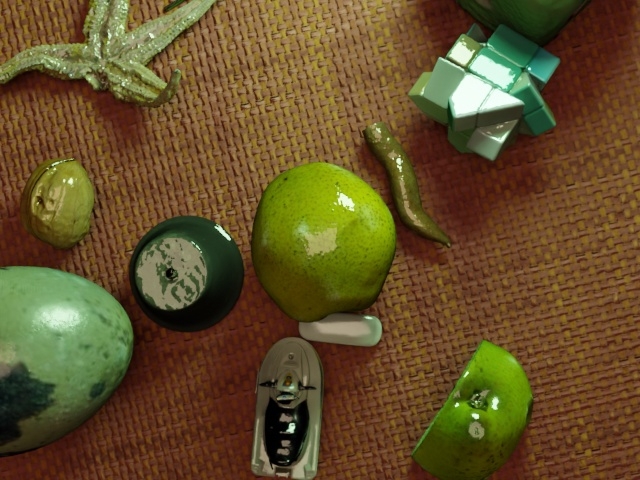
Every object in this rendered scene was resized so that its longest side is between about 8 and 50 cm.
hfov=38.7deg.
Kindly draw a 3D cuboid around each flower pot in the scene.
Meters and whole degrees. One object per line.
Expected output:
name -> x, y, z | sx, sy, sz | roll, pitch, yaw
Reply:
flower pot -> -0.274, 0.065, 1.767 | 0.235, 0.148, 0.235 | 0, 88, 4

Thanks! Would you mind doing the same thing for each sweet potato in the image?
sweet potato -> 0.165, -0.100, 1.793 | 0.067, 0.059, 0.281 | -23, 88, -19

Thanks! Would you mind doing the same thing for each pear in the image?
pear -> 0.297, 0.332, 1.679 | 0.159, 0.292, 0.292 | 32, 90, 13
pear -> 0.000, 0.000, 1.692 | 0.294, 0.294, 0.294 | 0, 88, 3

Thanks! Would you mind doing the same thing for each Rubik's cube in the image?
Rubik's cube -> 0.313, -0.262, 1.716 | 0.265, 0.224, 0.213 | 33, 76, 8

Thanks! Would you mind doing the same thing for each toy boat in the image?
toy boat -> -0.065, 0.329, 1.755 | 0.141, 0.141, 0.269 | 4, 102, 3

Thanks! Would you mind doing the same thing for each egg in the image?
egg -> -0.559, 0.218, 1.681 | 0.428, 0.345, 0.345 | -11, 87, -13

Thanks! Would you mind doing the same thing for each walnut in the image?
walnut -> -0.517, -0.077, 1.793 | 0.144, 0.144, 0.180 | 18, 97, 4

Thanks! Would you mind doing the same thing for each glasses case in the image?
glasses case -> 0.039, 0.173, 1.797 | 0.164, 0.041, 0.063 | 5, 90, 3

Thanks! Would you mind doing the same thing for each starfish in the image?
starfish -> -0.415, -0.397, 1.804 | 0.398, 0.132, 0.383 | 25, 86, 17

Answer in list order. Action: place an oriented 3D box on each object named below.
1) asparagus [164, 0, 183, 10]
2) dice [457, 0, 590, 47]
asparagus -> -0.246, -0.508, 1.855 | 0.166, 0.016, 0.013 | -27, 53, 3
dice -> 0.397, -0.568, 1.669 | 0.318, 0.322, 0.330 | 44, 92, 4
